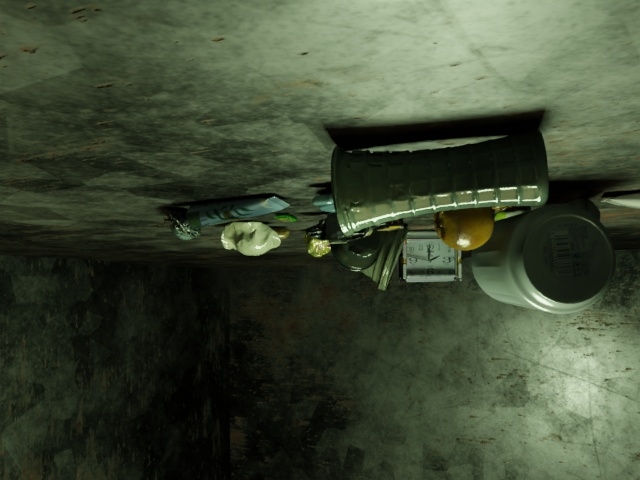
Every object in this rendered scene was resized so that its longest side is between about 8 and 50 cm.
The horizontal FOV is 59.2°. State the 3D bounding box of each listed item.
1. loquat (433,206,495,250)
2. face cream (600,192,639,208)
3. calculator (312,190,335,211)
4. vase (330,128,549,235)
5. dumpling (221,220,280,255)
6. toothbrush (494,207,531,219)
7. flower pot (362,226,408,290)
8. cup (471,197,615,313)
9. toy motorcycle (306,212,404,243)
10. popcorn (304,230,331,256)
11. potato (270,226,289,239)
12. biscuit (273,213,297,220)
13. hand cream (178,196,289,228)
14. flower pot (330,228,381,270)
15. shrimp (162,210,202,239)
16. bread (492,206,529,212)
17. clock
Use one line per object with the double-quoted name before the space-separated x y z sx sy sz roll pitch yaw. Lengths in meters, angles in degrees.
"loquat" 0.324 -0.049 1.275 0.141 0.141 0.141 -1 174 0
"face cream" 0.795 -0.093 1.323 0.244 0.058 0.092 2 -178 23
"calculator" 0.107 -0.088 1.272 0.188 0.042 0.303 -5 173 42
"vase" 0.175 -0.092 0.842 0.299 0.143 0.143 -7 173 14
"dumpling" -0.215 -0.019 1.723 0.169 0.100 0.134 15 143 25
"toothbrush" 0.522 -0.072 1.603 0.026 0.022 0.263 -12 177 -15
"flower pot" 0.195 0.041 1.869 0.140 0.235 0.235 21 178 12
"cup" 0.545 0.017 1.337 0.323 0.237 0.327 -44 178 -3
"toy motorcycle" 0.079 -0.039 1.513 0.157 0.091 0.263 -2 174 -37
"popcorn" 0.002 0.001 1.921 0.109 0.089 0.097 -8 141 -17
"potato" -0.141 -0.024 1.834 0.083 0.040 0.051 -5 -162 -14
"biscuit" -0.097 -0.063 1.586 0.046 0.016 0.089 -2 174 14
"hand cream" -0.212 -0.071 1.339 0.271 0.058 0.091 -8 166 19
"flower pot" 0.117 0.005 1.712 0.157 0.157 0.107 0 161 -12
"shrimp" -0.352 -0.042 1.454 0.090 0.079 0.233 37 176 5
"bread" 0.428 -0.091 1.300 0.111 0.044 0.083 5 175 -37
"clock" 0.388 0.057 2.039 0.253 0.186 0.083 0 179 -10
